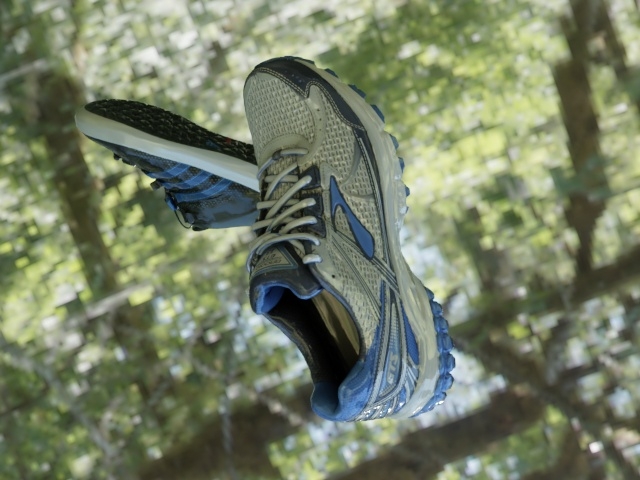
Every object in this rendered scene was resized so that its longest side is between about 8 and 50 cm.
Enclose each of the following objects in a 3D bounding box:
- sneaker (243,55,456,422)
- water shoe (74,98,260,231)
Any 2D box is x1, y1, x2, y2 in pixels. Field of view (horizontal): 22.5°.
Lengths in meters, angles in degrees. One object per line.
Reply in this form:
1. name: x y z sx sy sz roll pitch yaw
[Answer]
1. sneaker: 0.000 0.000 0.550 0.058 0.135 0.052 -15 170 -43
2. water shoe: -0.101 -0.045 1.252 0.203 0.080 0.073 20 -159 -2
